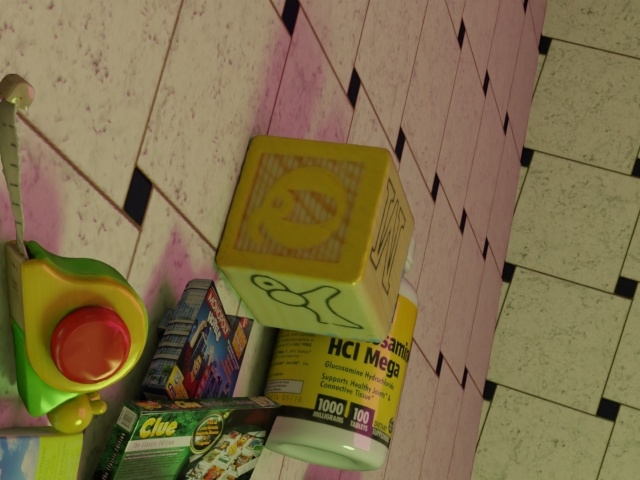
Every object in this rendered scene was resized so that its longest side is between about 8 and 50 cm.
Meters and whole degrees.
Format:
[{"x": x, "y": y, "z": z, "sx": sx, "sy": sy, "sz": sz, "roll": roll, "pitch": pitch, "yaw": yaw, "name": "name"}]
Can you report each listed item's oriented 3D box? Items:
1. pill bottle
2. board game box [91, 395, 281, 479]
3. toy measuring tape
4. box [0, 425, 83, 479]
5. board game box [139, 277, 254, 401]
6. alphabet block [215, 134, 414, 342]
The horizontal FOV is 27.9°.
[{"x": 0.033, "y": 0.141, "z": 1.809, "sx": 0.188, "sy": 0.188, "sz": 0.333, "roll": 56, "pitch": 45, "yaw": -65, "name": "pill bottle"}, {"x": -0.146, "y": 0.235, "z": 1.394, "sx": 0.260, "sy": 0.030, "sz": 0.136, "roll": 11, "pitch": 108, "yaw": -59, "name": "board game box"}, {"x": -0.209, "y": 0.016, "z": 1.109, "sx": 0.121, "sy": 0.121, "sz": 0.330, "roll": -46, "pitch": 140, "yaw": -62, "name": "toy measuring tape"}, {"x": -0.272, "y": 0.220, "z": 1.128, "sx": 0.178, "sy": 0.042, "sz": 0.109, "roll": 23, "pitch": 75, "yaw": -72, "name": "box"}, {"x": -0.142, "y": 0.136, "z": 1.472, "sx": 0.194, "sy": 0.060, "sz": 0.194, "roll": 76, "pitch": 27, "yaw": -50, "name": "board game box"}, {"x": 0.000, "y": 0.000, "z": 1.651, "sx": 0.197, "sy": 0.193, "sz": 0.193, "roll": 64, "pitch": 35, "yaw": -62, "name": "alphabet block"}]
